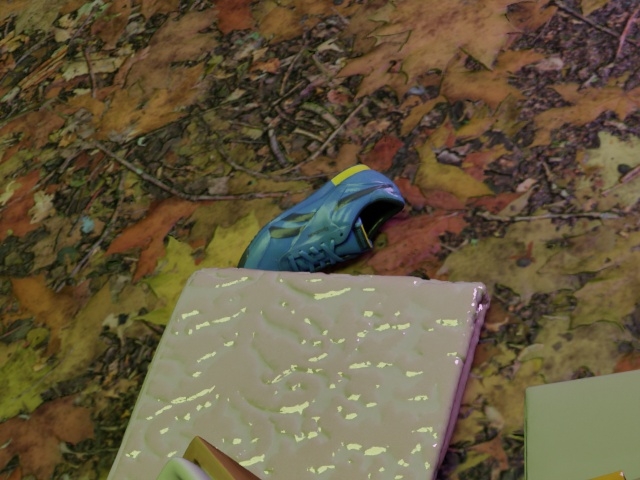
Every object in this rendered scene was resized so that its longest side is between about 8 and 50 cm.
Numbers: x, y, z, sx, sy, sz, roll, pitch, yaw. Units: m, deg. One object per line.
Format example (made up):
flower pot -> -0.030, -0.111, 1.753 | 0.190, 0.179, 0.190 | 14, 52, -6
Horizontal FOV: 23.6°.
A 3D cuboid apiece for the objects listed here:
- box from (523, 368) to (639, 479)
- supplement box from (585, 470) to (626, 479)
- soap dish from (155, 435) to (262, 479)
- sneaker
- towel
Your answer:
box -> 0.336, 0.183, 1.270 | 0.311, 0.148, 0.121 | -13, 45, 20
supplement box -> 0.210, 0.319, 1.168 | 0.129, 0.194, 0.191 | -18, 44, 12
soap dish -> -0.067, 0.341, 1.300 | 0.291, 0.118, 0.229 | 40, 108, 45
sneaker -> 0.000, 0.000, 1.686 | 0.209, 0.069, 0.082 | -38, 46, -9
towel -> -0.021, 0.159, 1.530 | 0.331, 0.053, 0.317 | 3, 50, 20
